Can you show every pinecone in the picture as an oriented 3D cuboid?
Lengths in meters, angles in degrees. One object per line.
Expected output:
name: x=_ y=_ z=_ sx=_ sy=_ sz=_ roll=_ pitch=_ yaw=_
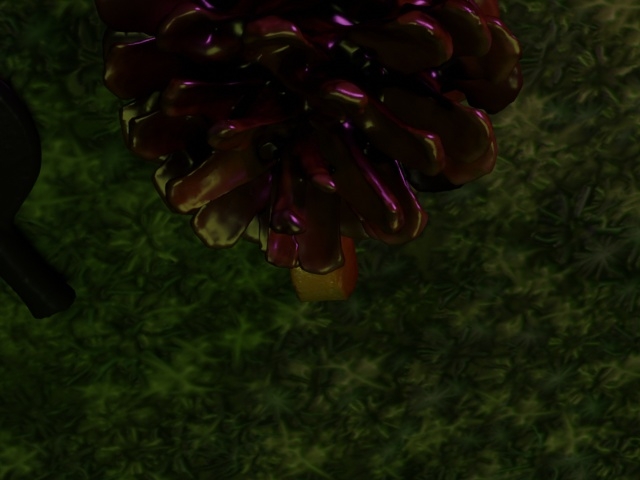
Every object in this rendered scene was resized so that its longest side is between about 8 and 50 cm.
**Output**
pinecone: x=-0.002 y=-0.102 z=1.109 sx=0.264 sy=0.264 sz=0.264 roll=-7 pitch=132 yaw=-8

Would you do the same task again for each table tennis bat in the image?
table tennis bat: x=-0.234 y=-0.028 z=1.272 sx=0.150 sy=0.027 sz=0.236 roll=-28 pitch=130 yaw=11

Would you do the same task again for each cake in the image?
cake: x=0.000 y=0.000 z=1.316 sx=0.044 sy=0.084 sz=0.084 roll=-9 pitch=133 yaw=3
